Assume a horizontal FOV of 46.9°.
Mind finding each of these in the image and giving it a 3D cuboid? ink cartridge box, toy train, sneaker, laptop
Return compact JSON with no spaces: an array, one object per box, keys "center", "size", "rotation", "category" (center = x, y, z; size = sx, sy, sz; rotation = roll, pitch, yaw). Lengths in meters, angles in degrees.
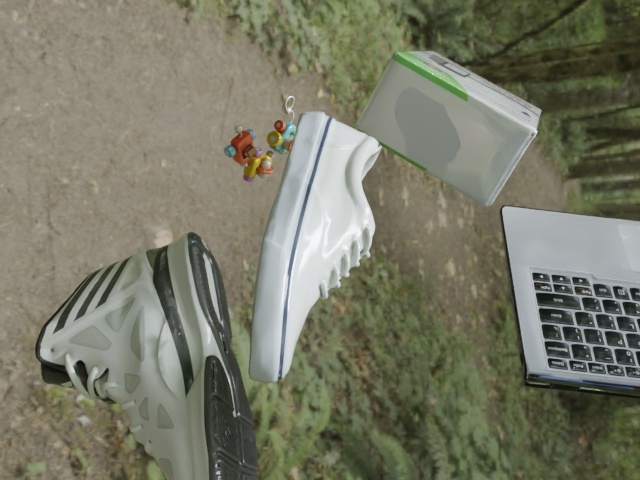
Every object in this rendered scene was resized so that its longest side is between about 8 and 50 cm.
[{"center":[0.186,-0.166,1.010],"size":[0.115,0.198,0.273],"rotation":[-62,172,22],"category":"ink cartridge box"},{"center":[-0.082,-0.156,1.192],"size":[0.166,0.046,0.125],"rotation":[-42,153,-32],"category":"toy train"},{"center":[0.000,0.000,0.632],"size":[0.094,0.091,0.258],"rotation":[103,0,-65],"category":"sneaker"},{"center":[0.413,0.055,0.724],"size":[0.236,0.381,0.408],"rotation":[99,-3,-47],"category":"laptop"},{"center":[-0.243,0.220,1.013],"size":[0.169,0.257,0.448],"rotation":[64,10,-59],"category":"sneaker"}]
